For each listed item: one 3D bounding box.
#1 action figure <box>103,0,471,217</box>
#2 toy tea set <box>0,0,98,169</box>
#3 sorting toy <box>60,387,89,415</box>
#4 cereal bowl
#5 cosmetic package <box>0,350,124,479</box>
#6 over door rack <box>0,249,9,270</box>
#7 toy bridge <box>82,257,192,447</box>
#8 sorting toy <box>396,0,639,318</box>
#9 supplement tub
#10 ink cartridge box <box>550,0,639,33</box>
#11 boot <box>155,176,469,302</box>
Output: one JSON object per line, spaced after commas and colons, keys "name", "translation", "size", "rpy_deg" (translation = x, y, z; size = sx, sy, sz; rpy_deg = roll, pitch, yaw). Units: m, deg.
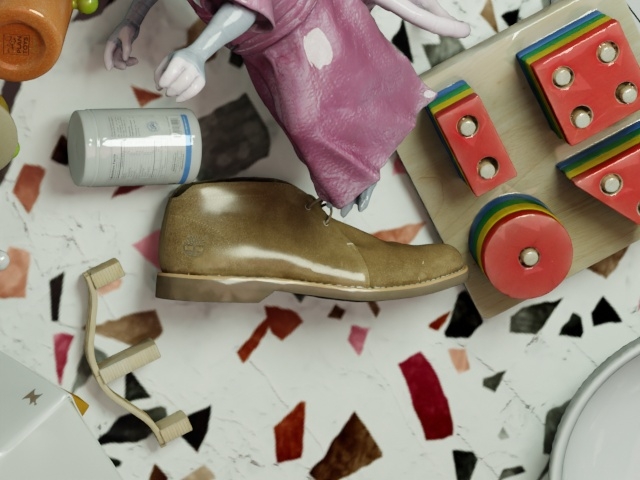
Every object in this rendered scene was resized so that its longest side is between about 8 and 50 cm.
{"name": "action figure", "translation": [-0.037, -0.199, 1.391], "size": [0.276, 0.248, 0.370], "rpy_deg": [-43, 127, -4]}
{"name": "toy tea set", "translation": [-0.357, -0.203, 1.377], "size": [0.336, 0.124, 0.200], "rpy_deg": [31, 118, -28]}
{"name": "sorting toy", "translation": [-0.334, 0.250, 1.467], "size": [0.229, 0.041, 0.307], "rpy_deg": [35, 87, -47]}
{"name": "cereal bowl", "translation": [0.398, 0.240, 1.721], "size": [0.339, 0.141, 0.339], "rpy_deg": [0, 95, 1]}
{"name": "cosmetic package", "translation": [-0.238, 0.290, 1.433], "size": [0.197, 0.155, 0.365], "rpy_deg": [-40, 126, -21]}
{"name": "over door rack", "translation": [-0.439, 0.023, 1.358], "size": [0.324, 0.108, 0.239], "rpy_deg": [40, 84, -31]}
{"name": "toy bridge", "translation": [-0.179, 0.112, 1.545], "size": [0.063, 0.026, 0.188], "rpy_deg": [-25, 110, -13]}
{"name": "sorting toy", "translation": [0.224, -0.075, 1.602], "size": [0.257, 0.089, 0.255], "rpy_deg": [-28, 112, 0]}
{"name": "supplement tub", "translation": [-0.165, -0.083, 1.484], "size": [0.107, 0.071, 0.071], "rpy_deg": [-2, 102, -21]}
{"name": "ink cartridge box", "translation": [0.279, -0.256, 1.643], "size": [0.097, 0.046, 0.207], "rpy_deg": [-1, 102, -22]}
{"name": "boot", "translation": [0.000, 0.000, 1.558], "size": [0.305, 0.112, 0.115], "rpy_deg": [2, 90, -21]}
